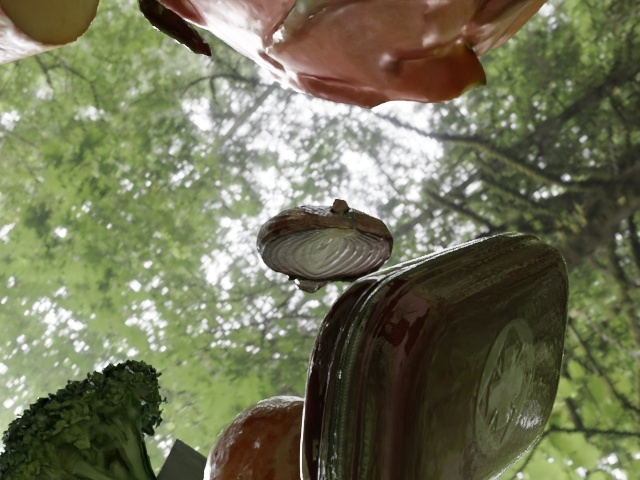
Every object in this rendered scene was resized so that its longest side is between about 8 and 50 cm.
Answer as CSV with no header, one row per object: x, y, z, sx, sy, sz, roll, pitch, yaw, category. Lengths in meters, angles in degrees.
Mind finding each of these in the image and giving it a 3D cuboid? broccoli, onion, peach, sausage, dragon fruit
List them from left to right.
-0.488,-0.360,1.369,0.233,0.287,0.233,23,-117,-57,sausage
-0.182,0.212,0.835,0.194,0.194,0.220,57,-153,9,broccoli
-0.026,0.275,1.131,0.233,0.232,0.232,20,-130,-26,peach
0.000,0.000,1.480,0.206,0.151,0.098,6,-136,-18,onion
0.024,-0.198,0.569,0.291,0.189,0.290,2,-142,-1,dragon fruit

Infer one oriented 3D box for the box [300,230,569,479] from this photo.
0.129,0.131,0.934,0.404,0.108,0.263,-17,-66,-53,box

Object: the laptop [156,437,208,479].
-0.192,0.384,1.506,0.135,0.016,0.197,37,-171,-3,laptop
